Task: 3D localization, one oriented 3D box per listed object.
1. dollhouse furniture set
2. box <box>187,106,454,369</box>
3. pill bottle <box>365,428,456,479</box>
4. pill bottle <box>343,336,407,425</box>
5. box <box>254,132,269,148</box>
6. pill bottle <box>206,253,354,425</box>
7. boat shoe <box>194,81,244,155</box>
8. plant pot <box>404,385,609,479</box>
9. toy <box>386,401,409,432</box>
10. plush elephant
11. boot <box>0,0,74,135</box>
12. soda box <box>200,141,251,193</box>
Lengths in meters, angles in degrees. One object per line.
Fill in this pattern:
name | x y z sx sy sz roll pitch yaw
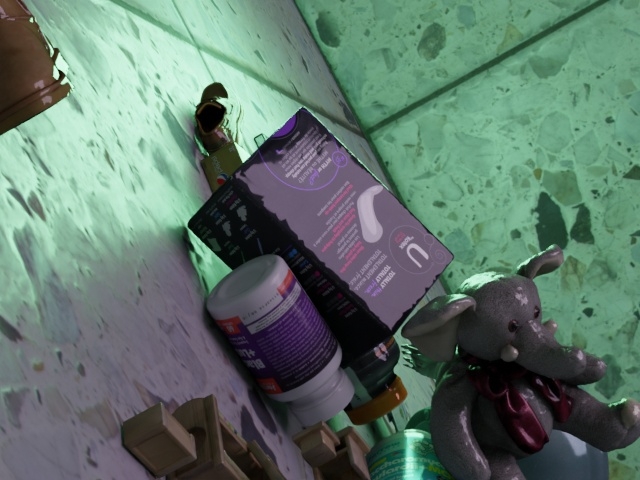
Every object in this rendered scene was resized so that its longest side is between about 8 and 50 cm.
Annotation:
dollhouse furniture set | -0.066 0.169 1.298 0.182 0.161 0.101 54 13 -36
box | 0.000 0.000 1.735 0.270 0.143 0.165 45 53 -3
pill bottle | 0.116 0.332 1.756 0.146 0.146 0.264 58 11 -14
pill bottle | 0.022 0.124 1.885 0.246 0.130 0.130 60 11 -6
box | -0.078 -0.134 2.361 0.083 0.018 0.067 65 12 17
pill bottle | -0.042 0.122 1.664 0.193 0.108 0.108 57 12 -20
boat shoe | -0.150 -0.183 2.041 0.060 0.064 0.178 55 15 -36
plant pot | 0.233 0.316 1.966 0.196 0.293 0.293 0 50 -27
toy | 0.090 0.235 2.114 0.137 0.056 0.237 16 51 -80
plush elephant | 0.235 0.149 1.717 0.330 0.272 0.255 40 -33 30
boot | -0.339 -0.237 1.293 0.269 0.089 0.236 58 -1 -20
soda box | -0.100 -0.073 2.010 0.061 0.058 0.181 66 12 25
